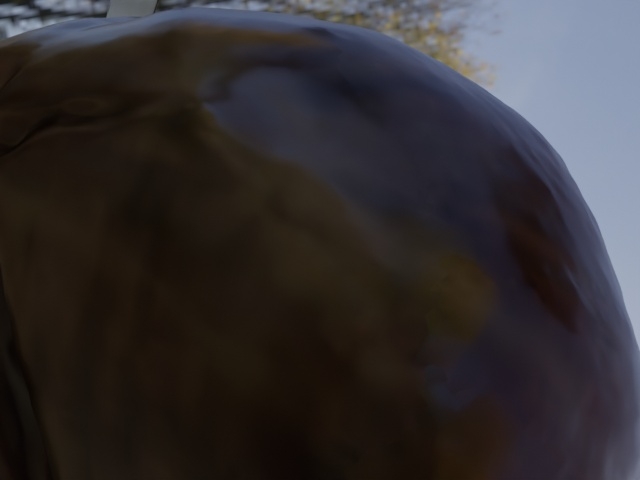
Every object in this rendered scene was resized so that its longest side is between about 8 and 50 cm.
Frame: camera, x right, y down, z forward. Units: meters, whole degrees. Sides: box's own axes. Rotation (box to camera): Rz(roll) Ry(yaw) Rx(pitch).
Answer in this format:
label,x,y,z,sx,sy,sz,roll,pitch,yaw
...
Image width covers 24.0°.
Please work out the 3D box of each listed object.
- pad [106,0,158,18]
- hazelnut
label,x,y,z,sx,sy,sz,roll,pitch,yaw
pad,-0.142,-0.186,1.296,0.375,0.063,0.315,-95,-155,-53
hazelnut,-0.025,0.049,0.654,0.372,0.315,0.372,26,-24,12
